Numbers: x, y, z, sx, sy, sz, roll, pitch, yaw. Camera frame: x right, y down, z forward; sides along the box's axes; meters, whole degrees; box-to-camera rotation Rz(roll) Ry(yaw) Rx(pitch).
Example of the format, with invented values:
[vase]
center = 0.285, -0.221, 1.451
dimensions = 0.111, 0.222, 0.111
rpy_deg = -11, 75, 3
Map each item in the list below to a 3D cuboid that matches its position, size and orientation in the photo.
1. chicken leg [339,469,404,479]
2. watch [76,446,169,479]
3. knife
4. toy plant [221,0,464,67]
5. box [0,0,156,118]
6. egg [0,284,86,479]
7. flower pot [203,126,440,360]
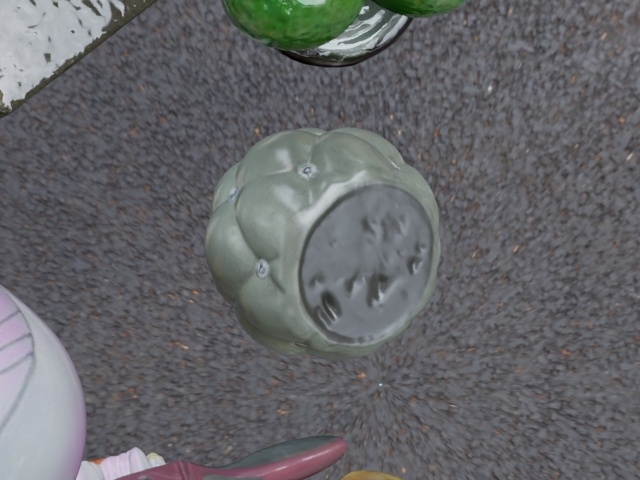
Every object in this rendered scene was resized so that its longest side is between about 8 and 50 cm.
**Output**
[chicken leg]
center = 0.063, 0.382, 0.877
dimensions = 0.295, 0.182, 0.410
rpy_deg = -12, 108, -38
[watch]
center = -0.249, 0.390, 1.205
dimensions = 0.196, 0.244, 0.231
rpy_deg = -29, 68, 3
[knife]
center = -0.064, 0.129, 0.529
dimensions = 0.035, 0.247, 0.018
rpy_deg = 34, 110, 34
[toy plant]
center = 0.008, -0.225, 0.798
dimensions = 0.217, 0.235, 0.176
rpy_deg = -13, 111, -15
[box]
center = -0.243, -0.194, 0.731
dimensions = 0.184, 0.273, 0.143
rpy_deg = -44, 113, -19
[egg]
center = -0.272, 0.089, 0.595
dimensions = 0.271, 0.196, 0.196
rpy_deg = 44, 86, 3
[flower pot]
center = 0.000, 0.000, 1.004
dimensions = 0.246, 0.195, 0.246
rpy_deg = -9, 108, -28
